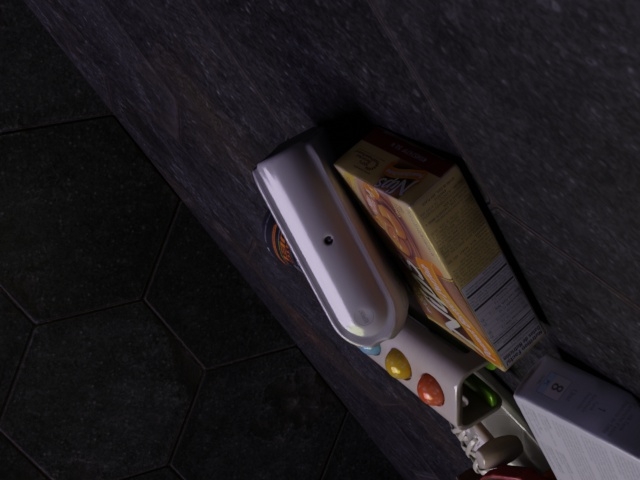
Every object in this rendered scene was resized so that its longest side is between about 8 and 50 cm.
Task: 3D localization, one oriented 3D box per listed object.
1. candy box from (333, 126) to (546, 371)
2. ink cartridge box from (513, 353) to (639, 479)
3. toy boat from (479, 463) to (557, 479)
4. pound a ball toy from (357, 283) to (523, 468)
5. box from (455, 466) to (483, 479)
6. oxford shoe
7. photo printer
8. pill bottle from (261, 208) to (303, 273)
[{"bbox_3d":[0.159,0.012,1.373,0.183,0.087,0.316,36,164,54],"label":"candy box"},{"bbox_3d":[0.466,0.333,1.389,0.385,0.091,0.308,24,154,44],"label":"ink cartridge box"},{"bbox_3d":[0.362,0.431,1.679,0.151,0.151,0.231,-5,124,47],"label":"toy boat"},{"bbox_3d":[0.180,0.225,1.716,0.319,0.136,0.208,37,142,43],"label":"pound a ball toy"},{"bbox_3d":[0.388,0.588,2.200,0.191,0.143,0.381,61,173,24],"label":"box"},{"bbox_3d":[0.299,0.338,1.839,0.449,0.130,0.169,47,171,10],"label":"oxford shoe"},{"bbox_3d":[0.026,-0.002,1.472,0.307,0.107,0.256,62,-171,-9],"label":"photo printer"},{"bbox_3d":[0.000,0.000,1.798,0.130,0.130,0.246,53,166,-24],"label":"pill bottle"}]
